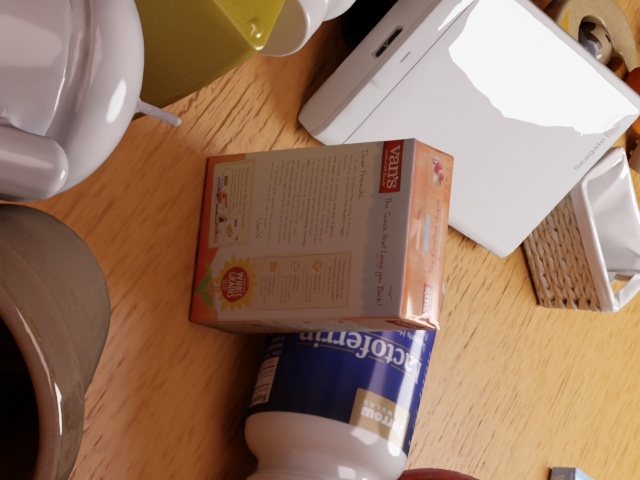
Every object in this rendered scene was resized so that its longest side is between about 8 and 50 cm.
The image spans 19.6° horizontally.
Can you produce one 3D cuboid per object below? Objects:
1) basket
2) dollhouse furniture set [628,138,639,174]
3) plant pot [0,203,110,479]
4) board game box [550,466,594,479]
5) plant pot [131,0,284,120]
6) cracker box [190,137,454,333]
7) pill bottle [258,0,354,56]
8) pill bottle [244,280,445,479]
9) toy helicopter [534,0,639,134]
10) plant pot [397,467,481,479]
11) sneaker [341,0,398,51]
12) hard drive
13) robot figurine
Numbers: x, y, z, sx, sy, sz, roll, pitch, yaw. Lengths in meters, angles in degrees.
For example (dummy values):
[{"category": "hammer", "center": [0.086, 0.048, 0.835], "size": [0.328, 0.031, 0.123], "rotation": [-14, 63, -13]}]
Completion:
[{"category": "basket", "center": [0.298, -0.011, 2.122], "size": [0.113, 0.103, 0.167], "rotation": [-37, 117, -48]}, {"category": "dollhouse furniture set", "center": [0.432, -0.179, 2.371], "size": [0.144, 0.123, 0.151], "rotation": [-2, 124, -52]}, {"category": "plant pot", "center": [-0.255, 0.073, 1.301], "size": [0.229, 0.263, 0.263], "rotation": [-42, 121, -65]}, {"category": "board game box", "center": [0.303, 0.389, 2.152], "size": [0.160, 0.039, 0.211], "rotation": [36, 60, -46]}, {"category": "plant pot", "center": [-0.132, -0.239, 1.507], "size": [0.212, 0.187, 0.212], "rotation": [49, 51, -39]}, {"category": "cracker box", "center": [0.000, 0.000, 1.624], "size": [0.067, 0.232, 0.155], "rotation": [20, 72, -50]}, {"category": "pill bottle", "center": [-0.007, -0.278, 1.718], "size": [0.229, 0.131, 0.131], "rotation": [-56, 130, -38]}, {"category": "pill bottle", "center": [0.016, 0.140, 1.702], "size": [0.153, 0.153, 0.264], "rotation": [37, 59, -45]}, {"category": "toy helicopter", "center": [0.253, -0.219, 2.054], "size": [0.355, 0.140, 0.235], "rotation": [-7, 89, -51]}, {"category": "plant pot", "center": [0.161, 0.362, 1.809], "size": [0.265, 0.272, 0.272], "rotation": [15, 75, -60]}, {"category": "sneaker", "center": [0.117, -0.293, 1.848], "size": [0.147, 0.104, 0.295], "rotation": [5, 108, -52]}, {"category": "hard drive", "center": [0.164, -0.132, 1.891], "size": [0.233, 0.047, 0.353], "rotation": [-48, 139, 11]}, {"category": "robot figurine", "center": [-0.270, -0.135, 1.272], "size": [0.353, 0.200, 0.300], "rotation": [8, 37, -36]}]
